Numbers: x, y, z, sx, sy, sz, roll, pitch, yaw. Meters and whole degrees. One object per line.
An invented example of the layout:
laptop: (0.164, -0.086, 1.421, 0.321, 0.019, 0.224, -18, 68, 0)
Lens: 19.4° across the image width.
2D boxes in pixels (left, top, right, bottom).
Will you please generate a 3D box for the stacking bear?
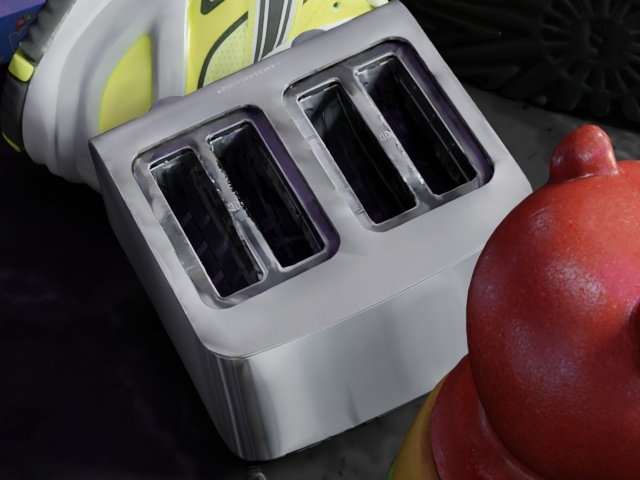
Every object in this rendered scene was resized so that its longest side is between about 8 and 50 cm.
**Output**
stacking bear: (0.101, 0.095, 0.672, 0.164, 0.289, 0.175, -4, 43, -7)

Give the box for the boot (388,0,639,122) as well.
boot: (0.203, -0.191, 1.101, 0.348, 0.131, 0.260, 20, 48, 11)

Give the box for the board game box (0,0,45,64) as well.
board game box: (-0.211, -0.164, 1.120, 0.211, 0.039, 0.160, -24, 50, -24)

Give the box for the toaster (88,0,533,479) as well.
toaster: (0.000, 0.000, 0.859, 0.168, 0.110, 0.186, -25, 58, -8)

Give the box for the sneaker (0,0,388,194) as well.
sneaker: (-0.011, -0.182, 0.985, 0.147, 0.385, 0.145, 32, 6, 2)
